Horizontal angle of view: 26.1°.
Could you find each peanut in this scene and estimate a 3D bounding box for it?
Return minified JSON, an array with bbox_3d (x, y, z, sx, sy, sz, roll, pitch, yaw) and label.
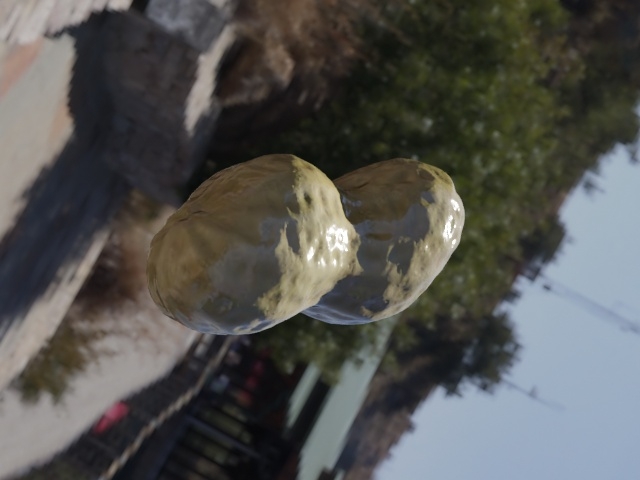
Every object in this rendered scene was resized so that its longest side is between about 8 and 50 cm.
[{"bbox_3d":[0.000,0.000,0.656,0.187,0.082,0.082,-2,132,-40],"label":"peanut"}]
